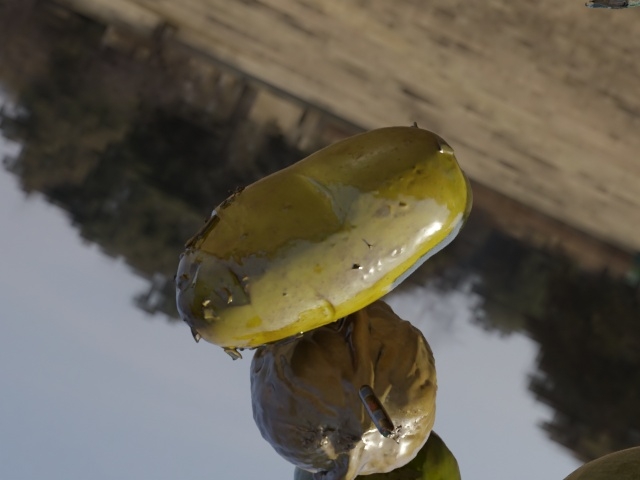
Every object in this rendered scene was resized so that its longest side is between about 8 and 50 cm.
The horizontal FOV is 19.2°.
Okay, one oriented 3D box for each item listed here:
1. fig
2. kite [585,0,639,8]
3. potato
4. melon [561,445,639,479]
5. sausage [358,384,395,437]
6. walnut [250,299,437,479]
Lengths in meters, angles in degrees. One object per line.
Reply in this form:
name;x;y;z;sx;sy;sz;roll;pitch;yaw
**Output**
fig;0.069;0.299;2.326;0.207;0.207;0.230;25;-171;-7
kite;0.363;-0.333;1.912;0.011;0.335;0.314;34;154;17
potato;0.000;0.000;1.795;0.140;0.300;0.173;61;-178;34
melon;0.355;0.354;2.074;0.272;0.308;0.272;25;145;19
sausage;0.048;0.145;1.607;0.015;0.015;0.100;24;-168;-19
walnut;0.024;0.150;1.914;0.198;0.198;0.245;25;-169;-13
